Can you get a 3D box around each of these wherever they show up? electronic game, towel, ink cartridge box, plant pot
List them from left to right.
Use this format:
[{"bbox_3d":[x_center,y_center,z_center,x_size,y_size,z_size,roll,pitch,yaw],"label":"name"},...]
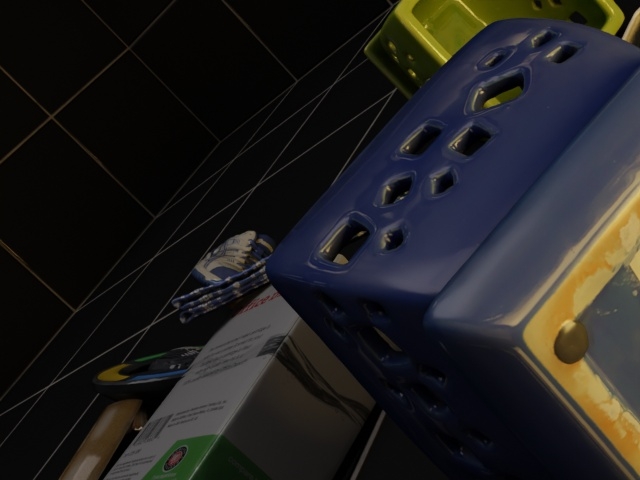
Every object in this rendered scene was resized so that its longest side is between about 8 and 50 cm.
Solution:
[{"bbox_3d":[-0.267,0.265,0.970,0.236,0.032,0.236,-57,6,9],"label":"plant pot"},{"bbox_3d":[-0.172,0.159,1.151,0.229,0.048,0.229,-10,1,0],"label":"electronic game"},{"bbox_3d":[-0.064,0.171,0.873,0.211,0.121,0.289,-27,22,52],"label":"ink cartridge box"},{"bbox_3d":[0.000,0.000,1.070,0.336,0.040,0.243,-27,-3,4],"label":"towel"},{"bbox_3d":[0.205,-0.261,1.181,0.228,0.227,0.207,-49,8,-14],"label":"plant pot"},{"bbox_3d":[0.146,0.025,0.514,0.236,0.236,0.212,-46,20,-12],"label":"plant pot"}]

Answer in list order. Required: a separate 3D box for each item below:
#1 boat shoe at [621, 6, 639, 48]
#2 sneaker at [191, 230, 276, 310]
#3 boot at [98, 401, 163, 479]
[{"bbox_3d":[0.271,-0.121,0.837,0.098,0.096,0.277,-19,29,52],"label":"boat shoe"},{"bbox_3d":[-0.127,0.037,1.449,0.131,0.112,0.296,-45,15,-4],"label":"sneaker"},{"bbox_3d":[-0.260,0.303,1.098,0.207,0.090,0.248,-39,19,12],"label":"boot"}]
